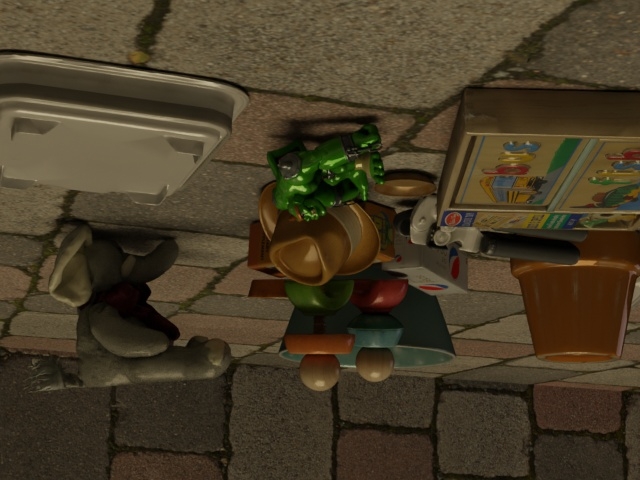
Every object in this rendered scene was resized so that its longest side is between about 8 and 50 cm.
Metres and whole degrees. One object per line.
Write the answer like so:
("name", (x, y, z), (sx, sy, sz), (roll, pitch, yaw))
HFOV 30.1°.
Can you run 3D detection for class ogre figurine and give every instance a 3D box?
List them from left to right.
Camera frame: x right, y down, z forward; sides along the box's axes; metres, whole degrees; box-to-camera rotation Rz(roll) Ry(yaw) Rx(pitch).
("ogre figurine", (0.003, -0.077, 1.397), (0.118, 0.097, 0.197), (-14, -175, -10))

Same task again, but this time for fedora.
("fedora", (-0.013, 0.003, 1.600), (0.194, 0.079, 0.194), (17, 144, 13))

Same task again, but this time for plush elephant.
("plush elephant", (-0.318, 0.102, 1.917), (0.330, 0.255, 0.272), (-5, 177, -5))

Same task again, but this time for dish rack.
("dish rack", (-0.250, -0.109, 1.333), (0.285, 0.072, 0.333), (5, 167, -18))

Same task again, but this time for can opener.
("can opener", (0.244, -0.020, 1.681), (0.280, 0.074, 0.093), (8, -160, -19))

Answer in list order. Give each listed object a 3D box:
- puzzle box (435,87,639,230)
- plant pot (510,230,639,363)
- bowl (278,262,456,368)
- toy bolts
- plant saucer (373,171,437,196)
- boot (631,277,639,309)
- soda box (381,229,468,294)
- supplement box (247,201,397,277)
("puzzle box", (0.283, -0.084, 1.403), (0.272, 0.052, 0.409), (2, 167, 3))
("plant pot", (0.394, 0.089, 1.825), (0.205, 0.188, 0.205), (2, 167, 0))
("bowl", (0.084, 0.128, 2.092), (0.311, 0.163, 0.311), (2, 167, 1))
("toy bolts", (0.014, 0.137, 1.785), (0.228, 0.158, 0.218), (1, 178, -37))
("plant saucer", (0.110, -0.074, 1.546), (0.083, 0.015, 0.083), (1, 167, 0))
("boot", (0.550, 0.084, 1.984), (0.123, 0.095, 0.258), (8, 166, -1))
("soda box", (0.166, 0.031, 1.860), (0.069, 0.074, 0.216), (-5, 165, 25))
("supplement box", (0.000, 0.000, 1.746), (0.233, 0.078, 0.080), (-10, 160, 39))
